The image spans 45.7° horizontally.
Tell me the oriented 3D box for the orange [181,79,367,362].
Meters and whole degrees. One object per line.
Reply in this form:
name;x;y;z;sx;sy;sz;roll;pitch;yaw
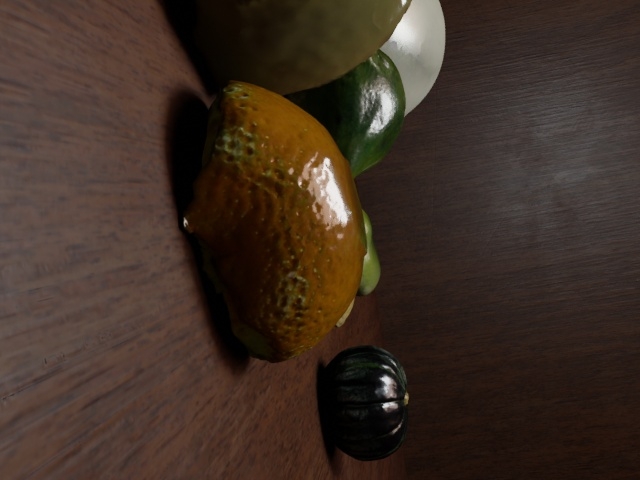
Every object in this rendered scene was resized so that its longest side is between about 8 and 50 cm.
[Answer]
orange;-0.049;-0.030;0.905;0.262;0.196;0.334;-121;-169;-73

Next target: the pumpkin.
pumpkin;0.088;0.307;1.447;0.220;0.162;0.220;-8;90;-77

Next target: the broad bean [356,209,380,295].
broad bean;0.078;0.017;1.895;0.291;0.119;0.238;72;2;-61

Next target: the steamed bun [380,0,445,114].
steamed bun;0.043;-0.357;1.291;0.374;0.334;0.333;23;54;-49

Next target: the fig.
fig;0.035;-0.164;1.081;0.195;0.196;0.244;69;14;-55

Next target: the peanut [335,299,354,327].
peanut;0.012;0.037;1.462;0.117;0.101;0.263;-3;86;-61

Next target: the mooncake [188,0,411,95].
mooncake;-0.064;-0.393;0.974;0.394;0.393;0.246;-56;159;-12
